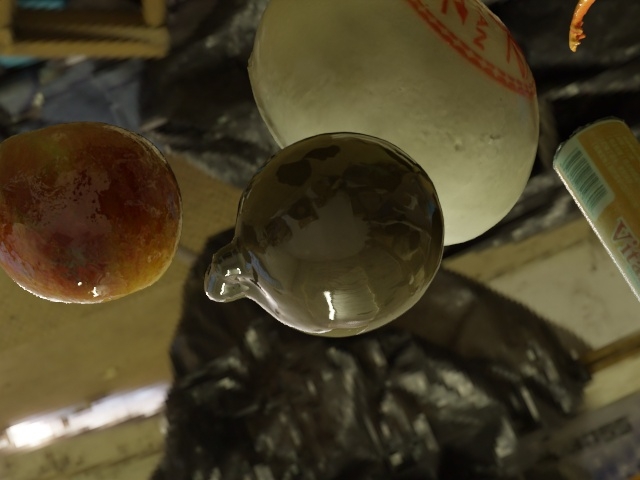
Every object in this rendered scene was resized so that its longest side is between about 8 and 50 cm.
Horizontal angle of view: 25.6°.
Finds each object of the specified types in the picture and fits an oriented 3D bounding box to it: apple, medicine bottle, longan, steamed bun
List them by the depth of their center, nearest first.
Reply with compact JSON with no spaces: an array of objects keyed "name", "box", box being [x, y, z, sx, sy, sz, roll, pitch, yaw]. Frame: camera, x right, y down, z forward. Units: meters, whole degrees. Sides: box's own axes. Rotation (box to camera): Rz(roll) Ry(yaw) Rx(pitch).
[{"name":"longan","box":[0.000,0.000,0.664,0.119,0.106,0.106,-18,161,-2]},{"name":"steamed bun","box":[0.068,-0.114,1.007,0.145,0.232,0.232,-43,155,28]},{"name":"apple","box":[-0.232,-0.028,1.357,0.195,0.173,0.160,-10,-170,-1]},{"name":"medicine bottle","box":[0.372,0.058,1.400,0.108,0.426,0.108,-19,148,-12]}]

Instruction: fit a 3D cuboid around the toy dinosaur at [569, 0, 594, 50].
[{"name":"toy dinosaur","box":[0.274,-0.271,1.160,0.117,0.070,0.288,12,126,11]}]
